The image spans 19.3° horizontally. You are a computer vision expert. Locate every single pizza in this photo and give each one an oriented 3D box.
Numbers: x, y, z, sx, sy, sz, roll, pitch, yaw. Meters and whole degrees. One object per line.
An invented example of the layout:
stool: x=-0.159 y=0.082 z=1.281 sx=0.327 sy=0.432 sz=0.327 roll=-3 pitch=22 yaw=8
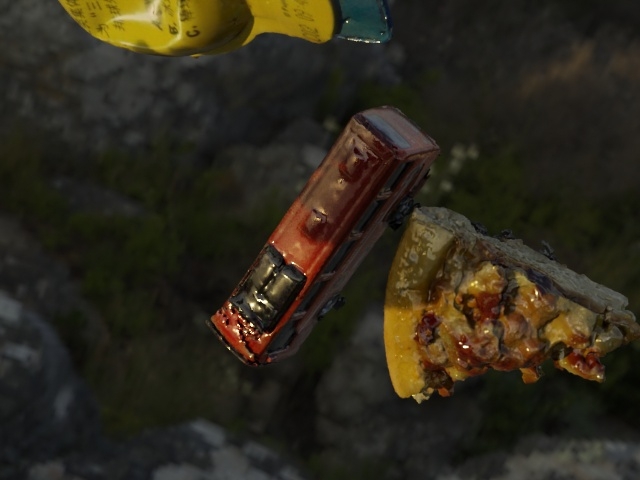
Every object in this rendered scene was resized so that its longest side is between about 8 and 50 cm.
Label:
pizza: x=0.142 y=0.060 z=1.367 sx=0.194 sy=0.154 sz=0.069 roll=5 pitch=15 yaw=-2

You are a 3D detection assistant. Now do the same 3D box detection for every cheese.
cheese: x=-0.083 y=-0.171 z=1.228 sx=0.270 sy=0.177 sz=0.069 roll=11 pitch=59 yaw=22

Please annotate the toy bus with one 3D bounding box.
toy bus: x=0.000 y=0.000 z=1.468 sx=0.073 sy=0.235 sz=0.096 roll=43 pitch=22 yaw=17
